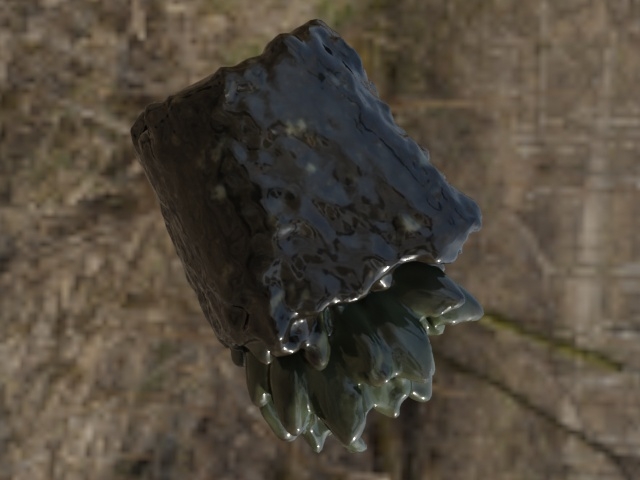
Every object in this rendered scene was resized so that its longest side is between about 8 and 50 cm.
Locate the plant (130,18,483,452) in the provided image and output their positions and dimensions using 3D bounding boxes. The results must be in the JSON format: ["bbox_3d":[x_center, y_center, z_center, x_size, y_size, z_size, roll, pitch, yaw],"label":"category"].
[{"bbox_3d":[0.000,0.000,0.894,0.194,0.132,0.129,62,-11,-7],"label":"plant"}]
